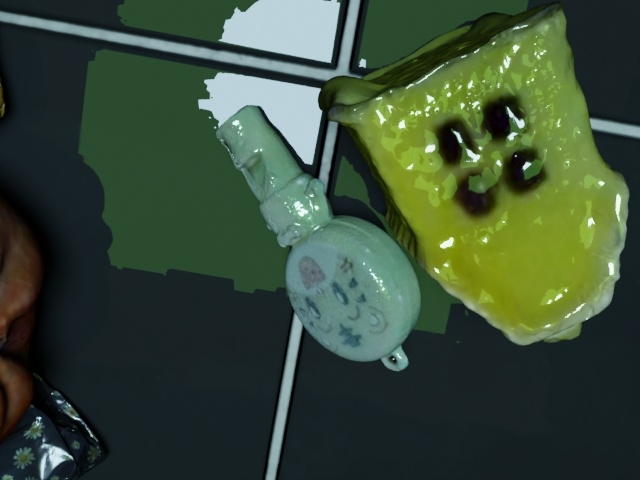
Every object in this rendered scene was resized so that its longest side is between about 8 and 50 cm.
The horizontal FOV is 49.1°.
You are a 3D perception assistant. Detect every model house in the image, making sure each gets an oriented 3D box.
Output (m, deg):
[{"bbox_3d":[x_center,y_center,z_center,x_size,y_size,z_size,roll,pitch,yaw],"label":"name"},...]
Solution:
[{"bbox_3d":[0.116,-0.040,0.542,0.175,0.193,0.234,-21,104,2],"label":"model house"}]

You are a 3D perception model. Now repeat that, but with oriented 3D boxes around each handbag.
[{"bbox_3d":[-0.281,0.171,0.635,0.115,0.072,0.139,-27,91,9],"label":"handbag"}]

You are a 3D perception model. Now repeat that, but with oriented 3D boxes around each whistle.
[{"bbox_3d":[0.000,0.000,0.597,0.258,0.067,0.126,55,138,1],"label":"whistle"}]

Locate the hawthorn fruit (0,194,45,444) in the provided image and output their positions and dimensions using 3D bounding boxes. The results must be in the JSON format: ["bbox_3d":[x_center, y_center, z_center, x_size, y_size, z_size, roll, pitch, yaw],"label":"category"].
[{"bbox_3d":[-0.373,0.064,0.520,0.298,0.277,0.277,-2,102,21],"label":"hawthorn fruit"}]

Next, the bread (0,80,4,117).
[{"bbox_3d":[-0.397,-0.132,0.552,0.271,0.077,0.139,-7,102,3],"label":"bread"}]
